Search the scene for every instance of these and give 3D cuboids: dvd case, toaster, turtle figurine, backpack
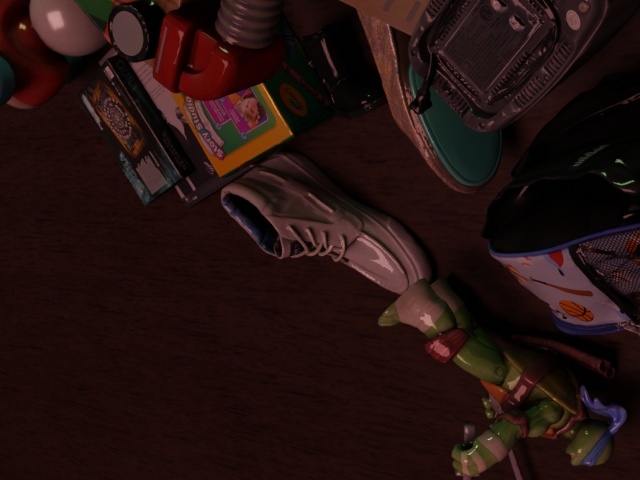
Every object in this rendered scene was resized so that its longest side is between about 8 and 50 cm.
[{"bbox_3d":[-0.189,-0.174,1.383,0.179,0.029,0.238,-26,96,52],"label":"dvd case"},{"bbox_3d":[0.179,-0.192,0.886,0.129,0.146,0.227,48,141,11],"label":"toaster"},{"bbox_3d":[0.164,0.184,1.137,0.266,0.198,0.274,48,138,16],"label":"turtle figurine"},{"bbox_3d":[0.274,-0.035,0.836,0.263,0.276,0.213,-11,121,53],"label":"backpack"}]

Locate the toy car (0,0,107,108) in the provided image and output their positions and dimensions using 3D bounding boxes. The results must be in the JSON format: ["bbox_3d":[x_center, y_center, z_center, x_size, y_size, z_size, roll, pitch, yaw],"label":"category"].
[{"bbox_3d":[-0.359,-0.308,1.374,0.238,0.219,0.210,-24,99,22],"label":"toy car"}]

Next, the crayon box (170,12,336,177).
[{"bbox_3d":[-0.119,-0.229,1.226,0.165,0.081,0.278,-22,99,52],"label":"crayon box"}]

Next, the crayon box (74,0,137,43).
[{"bbox_3d":[-0.227,-0.376,1.034,0.202,0.081,0.318,-27,117,25],"label":"crayon box"}]

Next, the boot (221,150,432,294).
[{"bbox_3d":[0.000,0.000,1.232,0.258,0.123,0.095,37,138,22],"label":"boot"}]

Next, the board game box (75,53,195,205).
[{"bbox_3d":[-0.257,-0.148,1.429,0.126,0.026,0.186,-27,96,53],"label":"board game box"}]

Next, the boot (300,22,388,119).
[{"bbox_3d":[0.024,-0.182,1.113,0.099,0.045,0.121,65,167,-13],"label":"boot"}]

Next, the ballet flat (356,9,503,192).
[{"bbox_3d":[0.093,-0.197,1.031,0.106,0.108,0.316,6,118,67],"label":"ballet flat"}]

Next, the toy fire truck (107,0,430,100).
[{"bbox_3d":[-0.044,-0.219,0.950,0.246,0.158,0.217,37,129,22],"label":"toy fire truck"}]
